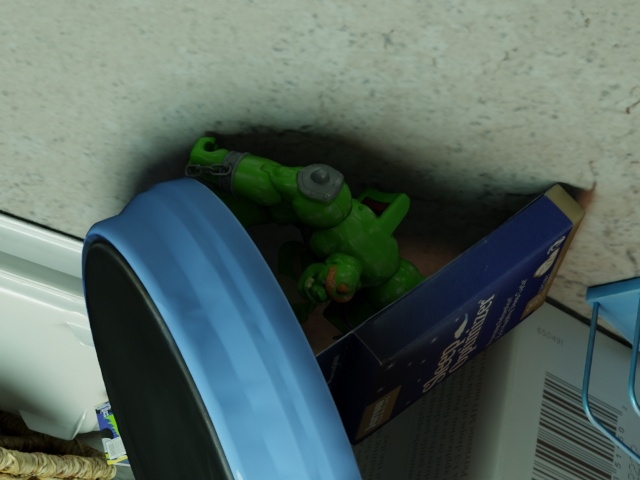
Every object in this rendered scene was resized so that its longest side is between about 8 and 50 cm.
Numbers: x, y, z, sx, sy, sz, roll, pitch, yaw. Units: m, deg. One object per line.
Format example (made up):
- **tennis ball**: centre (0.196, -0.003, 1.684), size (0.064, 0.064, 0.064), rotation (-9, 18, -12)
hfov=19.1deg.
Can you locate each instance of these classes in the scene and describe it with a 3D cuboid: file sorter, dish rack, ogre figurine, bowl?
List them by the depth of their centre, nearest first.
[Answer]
- **bowl**: centre (-0.068, 0.151, 1.320), size (0.077, 0.391, 0.391), rotation (-20, 154, -16)
- **ogre figurine**: centre (0.000, 0.000, 1.326), size (0.118, 0.097, 0.197), rotation (-2, 118, 47)
- **file sorter**: centre (0.285, 0.090, 1.352), size (0.170, 0.104, 0.118), rotation (-14, 140, 38)
- **dish rack**: centre (-0.291, 0.067, 1.565), size (0.333, 0.072, 0.285), rotation (19, 148, -12)

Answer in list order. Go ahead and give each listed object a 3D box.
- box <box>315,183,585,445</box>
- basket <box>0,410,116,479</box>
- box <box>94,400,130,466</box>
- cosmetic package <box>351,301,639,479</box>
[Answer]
- **box**: centre (0.077, 0.062, 1.294), size (0.036, 0.225, 0.136), rotation (49, 156, 18)
- **basket**: centre (-0.355, 0.178, 1.630), size (0.223, 0.213, 0.299), rotation (-41, 161, 10)
- **box**: centre (-0.098, 0.134, 1.557), size (0.169, 0.054, 0.059), rotation (-23, 160, 22)
- **cosmetic package**: centre (0.063, 0.233, 1.550), size (0.161, 0.230, 0.453), rotation (28, 147, -26)
